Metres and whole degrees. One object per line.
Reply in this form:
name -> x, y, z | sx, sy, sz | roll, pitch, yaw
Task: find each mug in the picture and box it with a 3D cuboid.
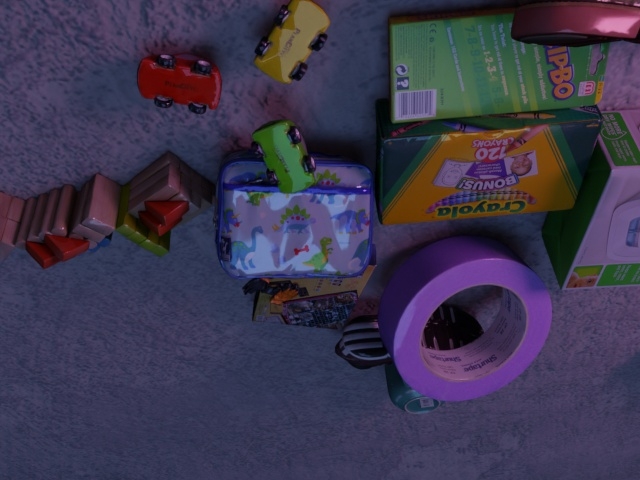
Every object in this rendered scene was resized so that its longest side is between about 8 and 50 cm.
mug -> 0.191, 0.293, 1.407 | 0.158, 0.097, 0.129 | 18, 135, -27

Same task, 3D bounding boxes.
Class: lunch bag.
lunch bag -> -0.037, -0.038, 0.942 | 0.219, 0.090, 0.176 | 3, 105, -10

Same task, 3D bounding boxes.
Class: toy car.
toy car -> -0.071, -0.159, 0.828 | 0.239, 0.053, 0.225 | -17, 122, 15

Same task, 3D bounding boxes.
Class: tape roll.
tape roll -> 0.238, 0.131, 1.139 | 0.275, 0.090, 0.274 | -5, 117, -11

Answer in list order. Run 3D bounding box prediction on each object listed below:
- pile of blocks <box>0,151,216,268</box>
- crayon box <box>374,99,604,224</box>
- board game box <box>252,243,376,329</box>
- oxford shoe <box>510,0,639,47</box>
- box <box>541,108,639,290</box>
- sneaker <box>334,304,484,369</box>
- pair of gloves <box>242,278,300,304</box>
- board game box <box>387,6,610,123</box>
pile of blocks -> -0.322, -0.007, 0.973 | 0.362, 0.112, 0.149 | -11, 140, 8
crayon box -> 0.214, -0.113, 0.927 | 0.278, 0.081, 0.165 | -5, 140, 0
board game box -> -0.018, 0.073, 1.124 | 0.165, 0.042, 0.243 | 8, 148, -9
oxford shoe -> 0.361, -0.273, 0.722 | 0.348, 0.123, 0.130 | -6, 102, -25
box -> 0.475, -0.057, 0.994 | 0.231, 0.126, 0.262 | -2, 140, -1
sneaker -> 0.157, 0.191, 1.301 | 0.281, 0.106, 0.162 | 4, 158, -16
pair of gloves -> -0.078, 0.079, 1.085 | 0.083, 0.010, 0.074 | 22, 143, -27
board game box -> 0.211, -0.213, 0.819 | 0.259, 0.039, 0.124 | -4, 123, 2
